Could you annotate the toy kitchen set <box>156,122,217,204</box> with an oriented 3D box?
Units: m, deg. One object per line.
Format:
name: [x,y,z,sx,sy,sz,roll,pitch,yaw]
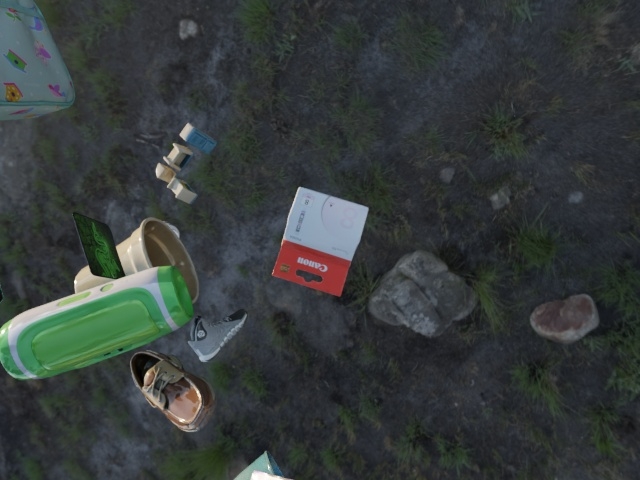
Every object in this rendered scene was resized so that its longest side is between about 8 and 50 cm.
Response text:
toy kitchen set: [-0.420,-0.247,1.356,0.166,0.122,0.207,43,99,25]

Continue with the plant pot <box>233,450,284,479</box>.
plant pot: [-0.227,0.920,1.373,0.272,0.255,0.272,53,163,24]

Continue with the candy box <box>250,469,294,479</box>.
candy box: [0.025,0.358,0.498,0.164,0.070,0.196,-19,132,43]

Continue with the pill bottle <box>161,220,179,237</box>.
pill bottle: [-0.681,-0.028,1.795,0.169,0.094,0.094,21,119,57]

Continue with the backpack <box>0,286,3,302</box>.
backpack: [-1.039,0.136,1.172,0.144,0.166,0.188,-41,57,13]

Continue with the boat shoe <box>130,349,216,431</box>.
boat shoe: [-0.367,0.351,0.964,0.324,0.123,0.116,8,154,45]

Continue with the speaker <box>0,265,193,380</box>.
speaker: [-0.393,0.145,0.732,0.296,0.131,0.131,-19,98,-9]

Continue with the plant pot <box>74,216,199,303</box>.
plant pot: [-0.649,0.132,1.411,0.305,0.334,0.334,-25,94,3]

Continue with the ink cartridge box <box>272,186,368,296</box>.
ink cartridge box: [0.000,0.000,1.017,0.189,0.066,0.232,17,72,2]

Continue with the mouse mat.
mouse mat: [-0.606,0.020,1.114,0.007,0.152,0.190,-25,76,2]

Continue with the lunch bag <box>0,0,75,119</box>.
lunch bag: [-0.525,-0.303,0.617,0.107,0.279,0.224,-13,106,5]

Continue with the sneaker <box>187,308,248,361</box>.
sneaker: [-0.352,0.283,1.361,0.086,0.229,0.132,-24,110,46]
